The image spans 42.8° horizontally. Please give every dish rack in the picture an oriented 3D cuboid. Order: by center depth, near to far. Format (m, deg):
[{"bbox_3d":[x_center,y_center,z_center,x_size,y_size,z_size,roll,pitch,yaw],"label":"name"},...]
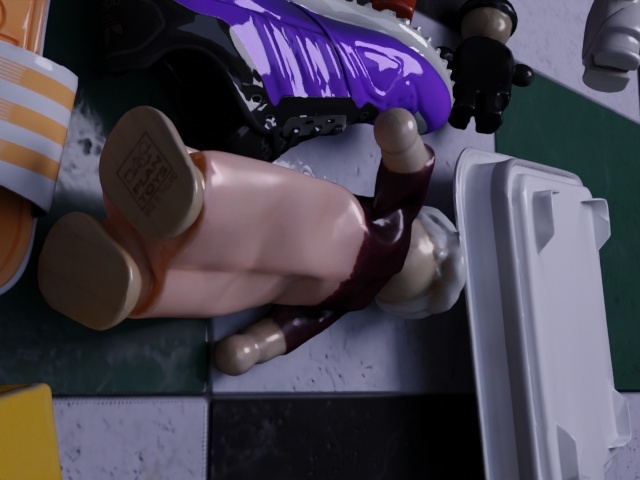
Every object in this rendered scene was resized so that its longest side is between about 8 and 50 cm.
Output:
[{"bbox_3d":[0.220,0.081,0.758,0.285,0.072,0.333,1,84,-59],"label":"dish rack"}]

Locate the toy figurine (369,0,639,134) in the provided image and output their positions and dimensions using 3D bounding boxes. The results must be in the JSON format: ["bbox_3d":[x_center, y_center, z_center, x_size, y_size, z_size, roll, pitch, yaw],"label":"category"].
[{"bbox_3d":[0.160,-0.215,0.689,0.213,0.209,0.148,37,53,-36],"label":"toy figurine"}]

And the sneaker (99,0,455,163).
[{"bbox_3d":[-0.027,-0.106,0.571,0.293,0.102,0.146,21,75,-37],"label":"sneaker"}]

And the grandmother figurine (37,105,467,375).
[{"bbox_3d":[0.000,0.000,0.544,0.342,0.208,0.104,12,39,-54],"label":"grandmother figurine"}]

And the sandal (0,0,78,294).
[{"bbox_3d":[-0.176,-0.103,0.426,0.102,0.076,0.265,12,75,-43],"label":"sandal"}]

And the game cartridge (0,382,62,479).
[{"bbox_3d":[-0.171,0.235,0.296,0.285,0.052,0.324,1,83,-79],"label":"game cartridge"}]
